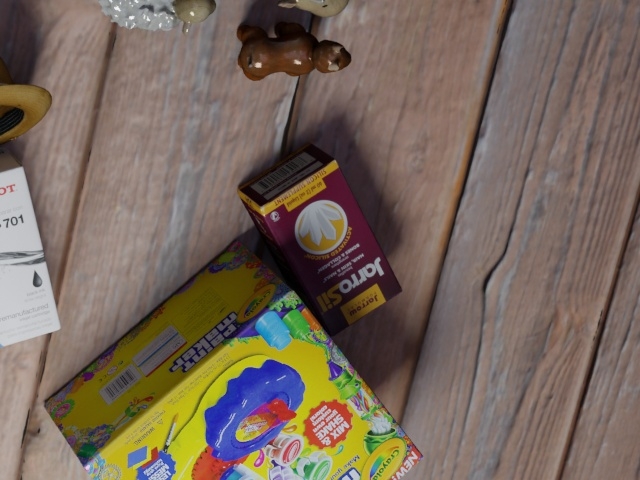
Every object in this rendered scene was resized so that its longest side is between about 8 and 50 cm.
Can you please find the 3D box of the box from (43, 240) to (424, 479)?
[{"bbox_3d":[-0.096,0.212,2.136,0.290,0.177,0.279,-41,119,-5],"label":"box"}]

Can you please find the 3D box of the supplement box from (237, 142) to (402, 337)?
[{"bbox_3d":[0.000,0.000,2.158,0.104,0.081,0.188,-33,117,-10],"label":"supplement box"}]

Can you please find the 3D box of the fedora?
[{"bbox_3d":[-0.371,-0.144,1.936,0.194,0.194,0.079,-11,74,-19],"label":"fedora"}]

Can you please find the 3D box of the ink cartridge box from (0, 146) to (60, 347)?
[{"bbox_3d":[-0.365,0.016,2.011,0.140,0.082,0.190,-17,114,-17],"label":"ink cartridge box"}]

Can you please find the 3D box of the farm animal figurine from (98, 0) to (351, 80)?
[{"bbox_3d":[-0.030,-0.323,1.985,0.327,0.172,0.330,22,98,-27],"label":"farm animal figurine"}]
